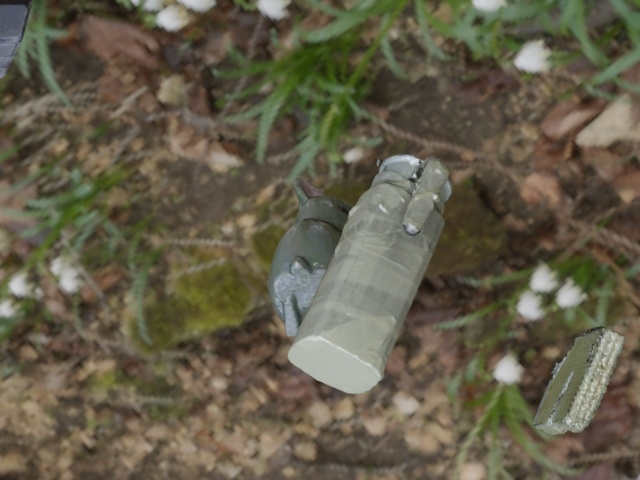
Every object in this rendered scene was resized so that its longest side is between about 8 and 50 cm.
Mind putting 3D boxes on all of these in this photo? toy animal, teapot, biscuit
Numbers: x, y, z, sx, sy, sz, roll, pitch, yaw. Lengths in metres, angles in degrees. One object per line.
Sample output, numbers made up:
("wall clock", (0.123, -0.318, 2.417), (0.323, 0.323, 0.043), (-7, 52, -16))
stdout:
("toy animal", (0.002, -0.002, 1.684), (0.125, 0.251, 0.127), (15, 130, -10))
("teapot", (0.051, 0.016, 1.092), (0.077, 0.200, 0.107), (28, 149, -6))
("biscuit", (0.358, 0.203, 1.881), (0.046, 0.147, 0.250), (24, 170, 2))

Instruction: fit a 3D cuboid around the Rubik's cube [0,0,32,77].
("Rubik's cube", (-0.449, -0.308, 1.477), (0.319, 0.264, 0.319), (45, -172, -8))
